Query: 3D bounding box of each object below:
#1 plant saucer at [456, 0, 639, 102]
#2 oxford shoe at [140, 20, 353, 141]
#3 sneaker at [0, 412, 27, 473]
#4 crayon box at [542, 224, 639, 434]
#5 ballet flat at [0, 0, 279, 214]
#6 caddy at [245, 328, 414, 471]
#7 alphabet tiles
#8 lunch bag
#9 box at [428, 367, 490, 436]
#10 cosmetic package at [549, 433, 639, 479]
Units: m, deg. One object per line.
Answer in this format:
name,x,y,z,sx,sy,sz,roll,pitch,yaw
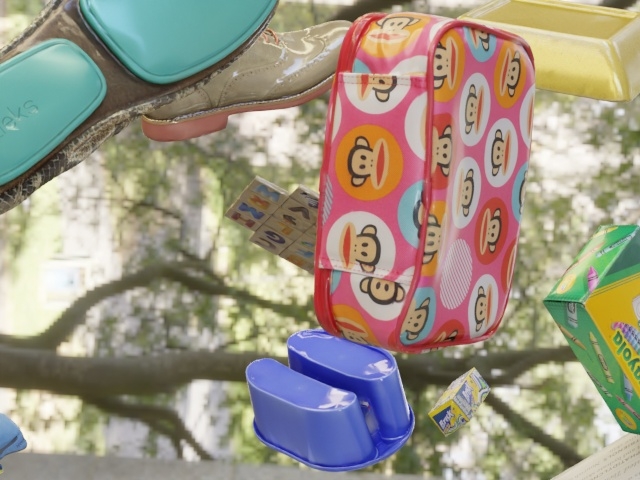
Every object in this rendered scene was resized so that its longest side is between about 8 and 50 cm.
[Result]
plant saucer,0.363,-0.317,1.889,0.333,0.332,0.081,-36,135,-56
oxford shoe,-0.090,-0.249,1.646,0.123,0.348,0.130,37,-35,49
sneaker,-0.480,0.311,1.594,0.082,0.209,0.069,48,9,-18
crayon box,0.455,0.133,1.759,0.165,0.081,0.278,-48,117,-26
ballet flat,-0.240,-0.165,1.216,0.483,0.164,0.182,-44,-171,-36
caddy,0.015,0.312,2.268,0.341,0.241,0.179,17,-50,45
alphabet tiles,0.000,0.000,1.852,0.011,0.285,0.342,-65,-171,-18
lunch bag,0.111,-0.051,1.082,0.258,0.120,0.293,-1,100,-55
box,0.254,0.292,2.188,0.054,0.059,0.169,53,25,3
cosmetic package,0.488,0.528,1.770,0.329,0.327,0.394,50,23,-7
